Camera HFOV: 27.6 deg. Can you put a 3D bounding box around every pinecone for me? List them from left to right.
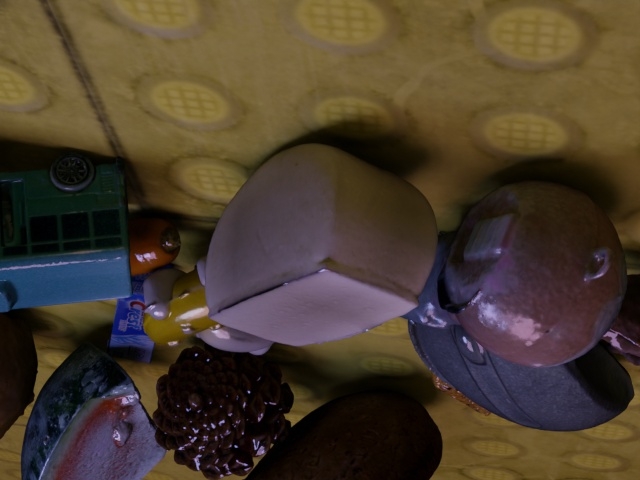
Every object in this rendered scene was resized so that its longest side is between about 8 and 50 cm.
[{"bbox_3d":[-0.127,0.238,1.842,0.208,0.207,0.207,9,155,4],"label":"pinecone"}]

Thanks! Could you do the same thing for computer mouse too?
[{"bbox_3d":[0.243,0.153,1.560,0.203,0.114,0.374,4,158,44],"label":"computer mouse"}]

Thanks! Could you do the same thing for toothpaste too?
[{"bbox_3d":[-0.242,0.098,1.739,0.066,0.053,0.272,13,155,-7],"label":"toothpaste"}]

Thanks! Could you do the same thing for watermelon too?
[{"bbox_3d":[-0.323,0.299,1.879,0.214,0.289,0.320,27,160,-19],"label":"watermelon"}]

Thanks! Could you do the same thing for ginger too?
[{"bbox_3d":[-0.512,0.177,1.838,0.223,0.200,0.269,14,156,-3],"label":"ginger"}]

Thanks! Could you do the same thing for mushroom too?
[{"bbox_3d":[0.020,0.346,1.857,0.239,0.345,0.345,28,152,-11],"label":"mushroom"}]

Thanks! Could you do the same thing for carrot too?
[{"bbox_3d":[-0.247,0.016,1.548,0.225,0.067,0.067,-13,147,44],"label":"carrot"}]

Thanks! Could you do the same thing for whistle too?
[{"bbox_3d":[0.182,0.041,1.322,0.189,0.189,0.348,24,164,-27],"label":"whistle"}]

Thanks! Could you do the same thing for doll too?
[{"bbox_3d":[-0.100,0.073,1.549,0.252,0.111,0.237,4,150,-45],"label":"doll"}]

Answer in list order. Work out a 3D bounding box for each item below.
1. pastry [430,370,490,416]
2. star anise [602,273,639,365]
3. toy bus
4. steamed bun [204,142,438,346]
[{"bbox_3d":[0.204,0.192,1.761,0.140,0.056,0.080,30,138,-32],"label":"pastry"},{"bbox_3d":[0.413,0.080,1.383,0.293,0.108,0.349,-12,159,26],"label":"star anise"},{"bbox_3d":[-0.331,0.001,1.395,0.256,0.147,0.128,-6,153,-9],"label":"toy bus"},{"bbox_3d":[0.000,0.000,1.297,0.146,0.164,0.242,23,151,-29],"label":"steamed bun"}]
